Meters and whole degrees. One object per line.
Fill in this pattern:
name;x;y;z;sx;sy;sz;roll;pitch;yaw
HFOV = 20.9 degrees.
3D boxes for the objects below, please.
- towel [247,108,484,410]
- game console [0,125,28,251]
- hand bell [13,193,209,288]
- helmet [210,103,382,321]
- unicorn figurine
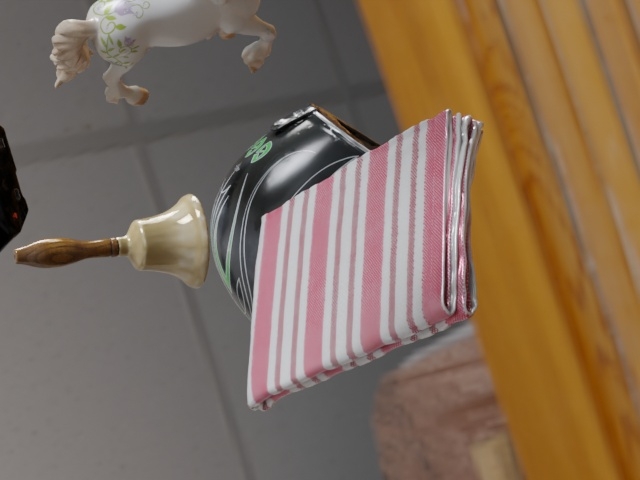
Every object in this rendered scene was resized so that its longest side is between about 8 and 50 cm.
towel;0.025;0.016;1.068;0.029;0.197;0.144;27;-127;-32
game console;-0.437;-0.143;1.852;0.044;0.213;0.361;-21;-84;-54
hand bell;-0.278;0.011;2.247;0.242;0.126;0.126;-5;-104;-23
helmet;0.000;0.000;1.286;0.169;0.161;0.169;35;-173;-5
unicorn figurine;-0.066;-0.123;0.899;0.060;0.162;0.111;53;170;20
